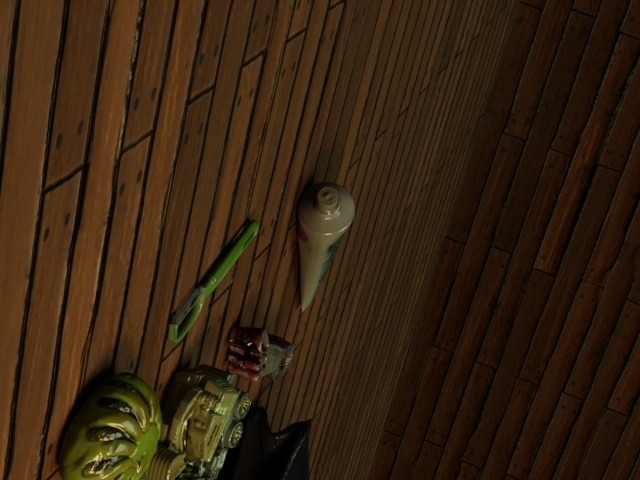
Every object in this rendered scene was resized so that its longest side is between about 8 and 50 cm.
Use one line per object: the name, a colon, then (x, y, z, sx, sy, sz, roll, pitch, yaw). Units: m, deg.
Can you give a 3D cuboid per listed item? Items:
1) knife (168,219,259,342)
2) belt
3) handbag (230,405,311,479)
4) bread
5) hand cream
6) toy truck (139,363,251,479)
knife: (-0.121, 0.047, 1.428, 0.212, 0.015, 0.054, -56, 163, -44)
belt: (-0.082, 0.159, 1.698, 0.232, 0.053, 0.071, 46, 67, -77)
handbag: (-0.101, 0.431, 1.931, 0.325, 0.118, 0.269, 88, 20, -60)
bread: (-0.202, 0.197, 1.218, 0.139, 0.071, 0.130, 89, 21, -60)
hand cream: (0.000, 0.000, 1.792, 0.340, 0.078, 0.124, 101, 13, -69)
toy truck: (-0.158, 0.241, 1.441, 0.116, 0.085, 0.191, 20, 88, -68)
